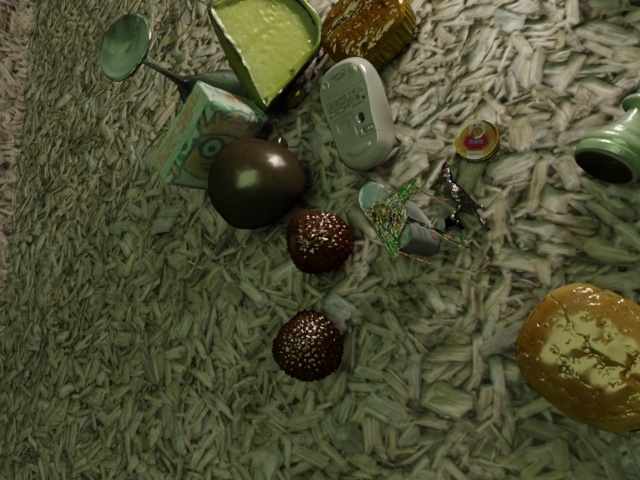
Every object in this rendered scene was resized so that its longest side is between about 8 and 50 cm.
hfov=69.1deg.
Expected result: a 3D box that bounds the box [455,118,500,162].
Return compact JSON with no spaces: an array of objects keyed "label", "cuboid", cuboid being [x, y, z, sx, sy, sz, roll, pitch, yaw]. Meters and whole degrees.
[{"label":"box","cuboid":[0.386,-0.244,1.142,0.106,0.037,0.105,-5,78,28]}]

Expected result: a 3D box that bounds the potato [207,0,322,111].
[{"label":"potato","cuboid":[-0.146,-0.604,1.421,0.280,0.213,0.330,-33,105,-4]}]

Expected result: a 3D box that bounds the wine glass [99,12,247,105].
[{"label":"wine glass","cuboid":[-0.444,-0.501,1.441,0.267,0.406,0.267,-5,78,26]}]

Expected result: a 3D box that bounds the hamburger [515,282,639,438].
[{"label":"hamburger","cuboid":[0.543,0.231,0.916,0.283,0.145,0.259,30,94,24]}]

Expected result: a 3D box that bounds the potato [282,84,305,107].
[{"label":"potato","cuboid":[-0.081,-0.444,1.435,0.083,0.040,0.051,-33,80,22]}]

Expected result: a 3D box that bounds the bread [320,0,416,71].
[{"label":"bread","cuboid":[0.127,-0.590,1.289,0.253,0.142,0.227,-36,74,17]}]

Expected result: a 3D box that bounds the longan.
[{"label":"longan","cuboid":[-0.184,-0.175,1.332,0.301,0.243,0.300,-5,71,16]}]

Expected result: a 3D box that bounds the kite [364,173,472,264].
[{"label":"kite","cuboid":[0.198,-0.039,0.967,0.244,0.006,0.198,19,94,30]}]

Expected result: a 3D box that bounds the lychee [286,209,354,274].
[{"label":"lychee","cuboid":[0.000,0.000,1.240,0.188,0.188,0.188,-5,79,28]}]

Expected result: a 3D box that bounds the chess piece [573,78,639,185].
[{"label":"chess piece","cuboid":[0.655,-0.260,0.960,0.139,0.139,0.271,31,85,30]}]

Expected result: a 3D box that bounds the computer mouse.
[{"label":"computer mouse","cuboid":[0.110,-0.336,1.252,0.184,0.121,0.296,-26,78,40]}]

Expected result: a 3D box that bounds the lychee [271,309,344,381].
[{"label":"lychee","cuboid":[-0.030,0.280,1.209,0.188,0.188,0.187,-5,79,28]}]

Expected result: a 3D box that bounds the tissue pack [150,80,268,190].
[{"label":"tissue pack","cuboid":[-0.335,-0.302,1.413,0.311,0.228,0.128,-51,62,25]}]

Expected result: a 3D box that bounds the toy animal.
[{"label":"toy animal","cuboid":[0.334,-0.102,1.143,0.105,0.070,0.202,-20,69,11]}]

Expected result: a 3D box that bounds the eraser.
[{"label":"eraser","cuboid":[0.193,-0.045,1.106,0.081,0.227,0.174,-43,65,20]}]
